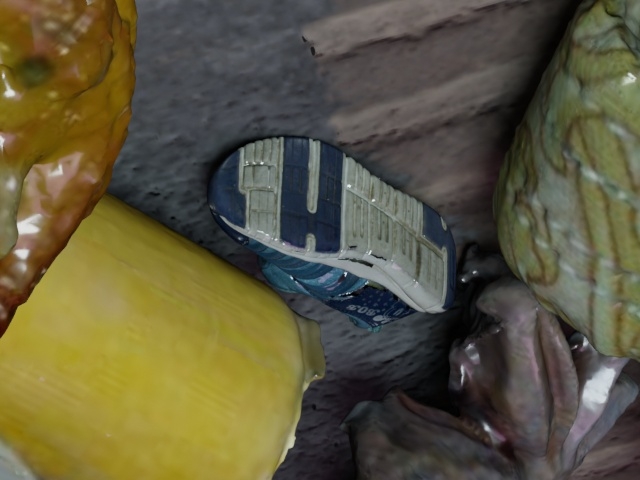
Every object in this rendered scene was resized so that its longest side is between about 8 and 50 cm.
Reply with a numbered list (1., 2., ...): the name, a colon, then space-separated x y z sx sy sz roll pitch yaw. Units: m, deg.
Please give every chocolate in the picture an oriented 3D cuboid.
1. chocolate: -0.205 0.004 0.827 0.162 0.162 0.445 -36 132 26

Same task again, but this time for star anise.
1. star anise: 0.077 0.100 1.048 0.198 0.110 0.257 -38 158 -8

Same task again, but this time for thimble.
1. thimble: 0.180 -0.025 0.886 0.190 0.137 0.143 22 130 3

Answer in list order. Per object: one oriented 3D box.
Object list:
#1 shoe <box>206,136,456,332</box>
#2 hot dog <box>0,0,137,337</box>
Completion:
1. shoe: 0.000 0.000 0.949 0.143 0.064 0.071 26 140 -36
2. hot dog: -0.229 -0.092 0.611 0.387 0.174 0.267 40 75 -26
